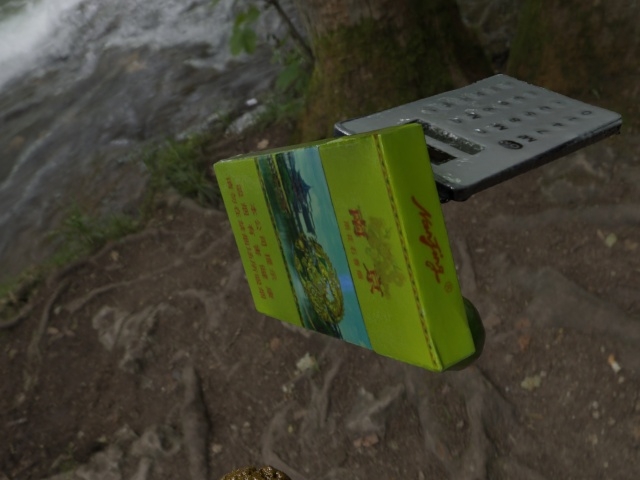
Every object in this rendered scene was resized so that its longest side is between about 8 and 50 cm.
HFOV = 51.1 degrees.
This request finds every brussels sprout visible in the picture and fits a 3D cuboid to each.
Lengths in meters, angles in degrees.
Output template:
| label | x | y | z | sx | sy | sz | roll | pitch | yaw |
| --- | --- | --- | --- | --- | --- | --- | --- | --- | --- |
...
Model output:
| label | x | y | z | sx | sy | sz | roll | pitch | yaw |
| --- | --- | --- | --- | --- | --- | --- | --- | --- | --- |
| brussels sprout | 0.245 | 0.174 | 1.340 | 0.181 | 0.161 | 0.144 | 37 | 75 | 10 |

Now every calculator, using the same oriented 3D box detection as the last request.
| label | x | y | z | sx | sy | sz | roll | pitch | yaw |
| --- | --- | --- | --- | --- | --- | --- | --- | --- | --- |
| calculator | 0.152 | -0.107 | 0.640 | 0.262 | 0.021 | 0.161 | -23 | 41 | -34 |

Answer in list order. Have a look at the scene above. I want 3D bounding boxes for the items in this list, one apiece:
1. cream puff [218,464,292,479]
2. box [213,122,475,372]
| label | x | y | z | sx | sy | sz | roll | pitch | yaw |
| --- | --- | --- | --- | --- | --- | --- | --- | --- | --- |
| cream puff | -0.074 | 0.348 | 0.828 | 0.126 | 0.103 | 0.144 | -32 | 75 | -25 |
| box | 0.000 | 0.000 | 0.632 | 0.047 | 0.187 | 0.335 | -21 | 12 | -27 |
